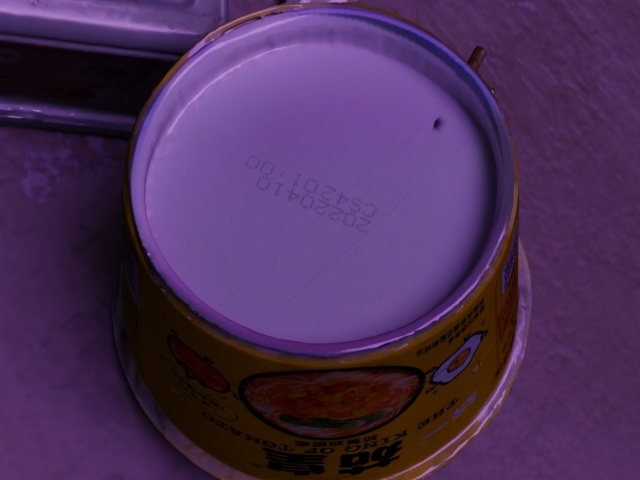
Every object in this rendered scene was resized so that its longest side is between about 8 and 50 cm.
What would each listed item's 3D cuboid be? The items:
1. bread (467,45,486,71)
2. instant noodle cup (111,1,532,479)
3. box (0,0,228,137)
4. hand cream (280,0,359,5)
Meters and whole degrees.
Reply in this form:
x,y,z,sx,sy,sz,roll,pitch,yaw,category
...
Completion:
x,y,z,sx,sy,sz,roll,pitch,yaw,category
0.067,-0.016,1.237,0.124,0.084,0.344,34,68,-19,bread
0.000,0.000,1.041,0.325,0.254,0.326,0,68,0,instant noodle cup
-0.217,-0.185,1.066,0.311,0.182,0.175,4,80,-25,box
0.011,-0.249,1.269,0.080,0.050,0.234,15,80,-28,hand cream
